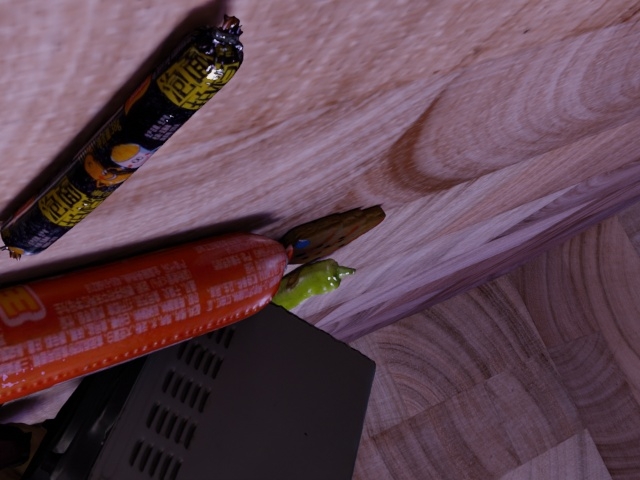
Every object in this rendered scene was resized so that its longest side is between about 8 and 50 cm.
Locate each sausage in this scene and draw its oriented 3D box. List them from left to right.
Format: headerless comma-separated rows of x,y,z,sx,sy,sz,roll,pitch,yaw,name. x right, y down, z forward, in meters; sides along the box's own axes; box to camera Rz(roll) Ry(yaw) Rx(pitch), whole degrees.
-0.095,-0.037,0.362,0.198,0.025,0.028,-33,169,37,sausage
-0.121,0.044,0.579,0.274,0.074,0.074,-15,166,-41,sausage

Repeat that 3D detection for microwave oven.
-0.152,0.228,0.724,0.355,0.218,0.286,-46,-161,42,microwave oven

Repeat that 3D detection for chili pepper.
-0.043,0.066,0.983,0.208,0.043,0.049,-28,-164,45,chili pepper

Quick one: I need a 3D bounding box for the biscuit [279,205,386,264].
0.000,0.000,0.788,0.119,0.019,0.130,-29,169,20,biscuit

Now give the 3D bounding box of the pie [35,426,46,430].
-0.523,0.373,1.228,0.277,0.079,0.277,-29,-179,1,pie

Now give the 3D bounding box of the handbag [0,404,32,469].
-0.362,0.190,0.702,0.216,0.074,0.203,-21,178,-18,handbag

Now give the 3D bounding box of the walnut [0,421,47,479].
-0.406,0.332,0.970,0.257,0.257,0.224,-31,-160,29,walnut
